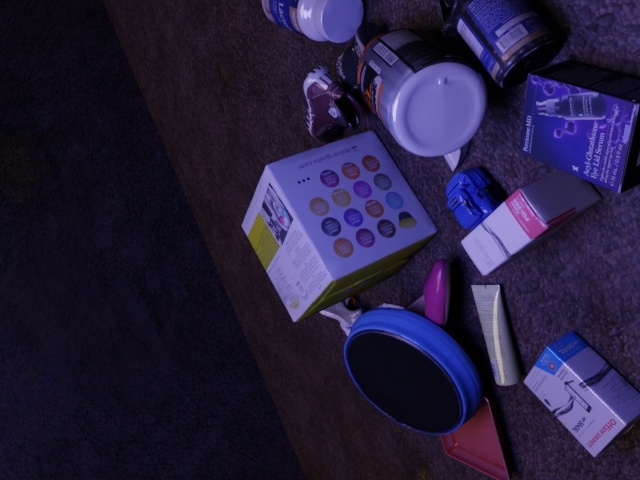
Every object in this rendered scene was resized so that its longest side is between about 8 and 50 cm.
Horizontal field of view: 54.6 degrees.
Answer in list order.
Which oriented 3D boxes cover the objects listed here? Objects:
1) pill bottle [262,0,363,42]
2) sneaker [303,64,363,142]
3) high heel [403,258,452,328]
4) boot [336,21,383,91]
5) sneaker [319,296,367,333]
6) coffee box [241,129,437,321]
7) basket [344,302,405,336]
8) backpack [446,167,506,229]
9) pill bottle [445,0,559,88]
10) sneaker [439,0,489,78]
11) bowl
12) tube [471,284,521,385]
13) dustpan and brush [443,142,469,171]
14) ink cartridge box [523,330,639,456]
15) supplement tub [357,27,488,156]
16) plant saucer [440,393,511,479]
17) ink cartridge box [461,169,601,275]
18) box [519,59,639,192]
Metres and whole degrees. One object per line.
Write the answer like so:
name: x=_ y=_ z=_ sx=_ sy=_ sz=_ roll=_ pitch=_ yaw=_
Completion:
pill bottle: x=-0.020 y=-0.584 z=1.540 sx=0.265 sy=0.153 sz=0.153 roll=39 pitch=142 yaw=44
sneaker: x=0.043 y=-0.317 z=1.635 sx=0.162 sy=0.106 sz=0.281 roll=43 pitch=169 yaw=25
high heel: x=0.237 y=0.182 z=1.604 sx=0.182 sy=0.127 sz=0.377 roll=9 pitch=131 yaw=11
boot: x=0.128 y=-0.387 z=1.506 sx=0.236 sy=0.085 sz=0.179 roll=64 pitch=161 yaw=-3
sneaker: x=0.070 y=0.216 z=2.072 sx=0.272 sy=0.100 sz=0.107 roll=30 pitch=121 yaw=46
coffee box: x=0.036 y=-0.031 z=1.653 sx=0.334 sy=0.338 sz=0.338 roll=60 pitch=152 yaw=14
basket: x=0.175 y=0.271 z=1.825 sx=0.113 sy=0.167 sz=0.103 roll=5 pitch=119 yaw=61
backpack: x=0.326 y=-0.094 z=1.334 sx=0.120 sy=0.101 sz=0.098 roll=63 pitch=147 yaw=18
pill bottle: x=0.311 y=-0.391 z=1.105 sx=0.219 sy=0.123 sz=0.123 roll=60 pitch=153 yaw=16
sneaker: x=0.286 y=-0.405 z=1.218 sx=0.051 sy=0.089 sz=0.170 roll=-21 pitch=128 yaw=40
bowl: x=0.230 y=0.353 z=1.635 sx=0.391 sy=0.077 sz=0.391 roll=25 pitch=137 yaw=26
tube: x=0.417 y=0.219 z=1.460 sx=0.070 sy=0.062 sz=0.240 roll=-15 pitch=93 yaw=20
dustpan and brush: x=0.283 y=-0.247 z=1.337 sx=0.147 sy=0.060 sz=0.211 roll=62 pitch=153 yaw=11
ink cartridge box: x=0.538 y=0.312 z=1.266 sx=0.203 sy=0.086 sz=0.148 roll=50 pitch=148 yaw=33
supplement tub: x=0.187 y=-0.310 z=1.247 sx=0.316 sy=0.194 sz=0.193 roll=-111 pitch=14 yaw=-58
plant saucer: x=0.410 y=0.504 z=1.696 sx=0.259 sy=0.048 sz=0.258 roll=3 pitch=113 yaw=62
ink cartridge box: x=0.394 y=-0.036 z=1.183 sx=0.092 sy=0.159 sz=0.218 roll=57 pitch=152 yaw=16
box: x=0.447 y=-0.193 z=1.021 sx=0.207 sy=0.108 sz=0.153 roll=35 pitch=140 yaw=47
